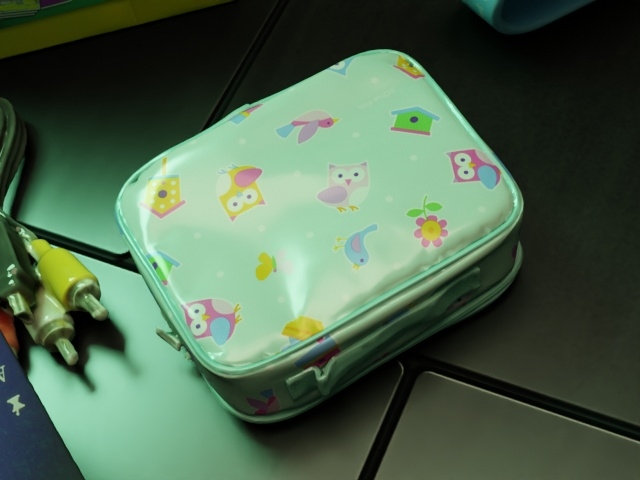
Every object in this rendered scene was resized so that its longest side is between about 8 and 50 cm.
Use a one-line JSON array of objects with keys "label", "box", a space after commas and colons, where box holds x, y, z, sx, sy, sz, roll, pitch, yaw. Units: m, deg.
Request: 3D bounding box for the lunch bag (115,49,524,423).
[{"label": "lunch bag", "box": [0.000, 0.000, 0.858, 0.279, 0.108, 0.224, -29, 61, -10]}]

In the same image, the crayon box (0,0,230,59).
[{"label": "crayon box", "box": [-0.257, -0.322, 0.945, 0.313, 0.363, 0.106, -16, 57, -2]}]

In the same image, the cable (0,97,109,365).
[{"label": "cable", "box": [-0.267, 0.003, 0.941, 0.139, 0.072, 0.287, -35, 46, 5]}]

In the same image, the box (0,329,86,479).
[{"label": "box", "box": [-0.244, 0.157, 0.728, 0.153, 0.108, 0.207, -30, 87, -26]}]

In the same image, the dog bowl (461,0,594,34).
[{"label": "dog bowl", "box": [0.242, -0.275, 0.974, 0.297, 0.166, 0.074, -28, 70, -10]}]
